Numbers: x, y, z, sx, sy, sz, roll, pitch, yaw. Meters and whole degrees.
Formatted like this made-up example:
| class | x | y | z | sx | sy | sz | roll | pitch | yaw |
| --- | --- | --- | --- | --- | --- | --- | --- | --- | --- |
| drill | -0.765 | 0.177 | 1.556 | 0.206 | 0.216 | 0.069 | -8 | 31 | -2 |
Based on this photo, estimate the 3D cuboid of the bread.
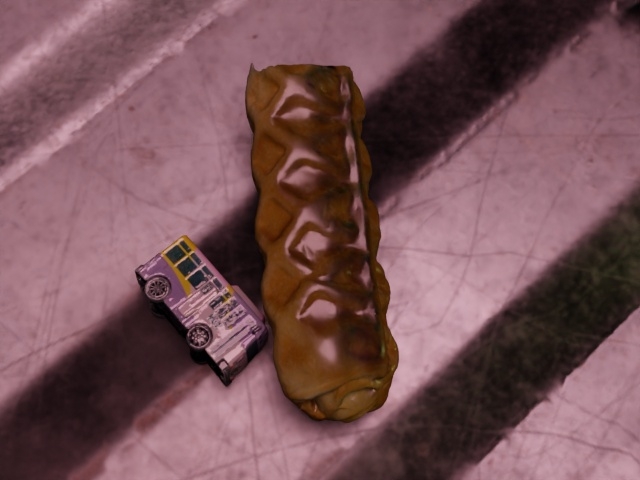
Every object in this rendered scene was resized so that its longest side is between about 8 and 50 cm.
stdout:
| class | x | y | z | sx | sy | sz | roll | pitch | yaw |
| --- | --- | --- | --- | --- | --- | --- | --- | --- | --- |
| bread | 0.000 | 0.000 | 0.959 | 0.087 | 0.098 | 0.269 | -11 | 72 | 13 |

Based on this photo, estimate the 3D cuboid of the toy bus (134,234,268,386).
| class | x | y | z | sx | sy | sz | roll | pitch | yaw |
| --- | --- | --- | --- | --- | --- | --- | --- | --- | --- |
| toy bus | -0.084 | 0.051 | 0.961 | 0.058 | 0.052 | 0.102 | -39 | 76 | -13 |
